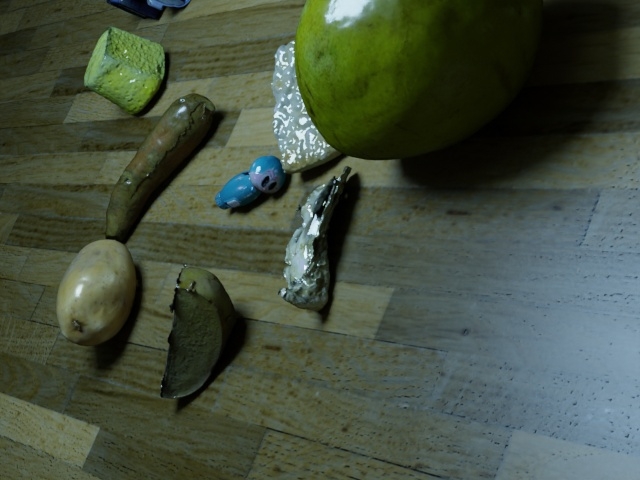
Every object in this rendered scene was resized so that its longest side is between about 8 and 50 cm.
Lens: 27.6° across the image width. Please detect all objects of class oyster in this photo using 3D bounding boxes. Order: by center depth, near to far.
[{"bbox_3d":[-0.003,-0.003,1.570,0.200,0.061,0.106,-67,15,-17],"label":"oyster"}]

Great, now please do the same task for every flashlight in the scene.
[{"bbox_3d":[-0.094,-0.074,1.742,0.129,0.051,0.051,-26,44,49],"label":"flashlight"}]

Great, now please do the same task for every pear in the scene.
[{"bbox_3d":[0.099,-0.215,1.419,0.307,0.253,0.253,-29,42,53],"label":"pear"}]

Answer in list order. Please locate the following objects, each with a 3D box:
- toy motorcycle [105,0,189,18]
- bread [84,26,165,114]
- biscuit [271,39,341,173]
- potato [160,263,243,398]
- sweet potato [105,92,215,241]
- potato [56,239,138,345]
[{"bbox_3d":[-0.249,-0.560,2.245,0.212,0.125,0.359,24,93,59],"label":"toy motorcycle"},{"bbox_3d":[-0.324,-0.278,2.156,0.111,0.114,0.129,-46,31,30],"label":"bread"},{"bbox_3d":[0.012,-0.206,1.678,0.188,0.040,0.265,32,93,39],"label":"biscuit"},{"bbox_3d":[-0.146,0.114,1.646,0.101,0.089,0.172,-85,4,-65],"label":"potato"},{"bbox_3d":[-0.252,-0.114,1.963,0.273,0.075,0.075,-51,33,16],"label":"sweet potato"},{"bbox_3d":[-0.318,0.072,1.865,0.109,0.118,0.178,-6,36,11],"label":"potato"}]
